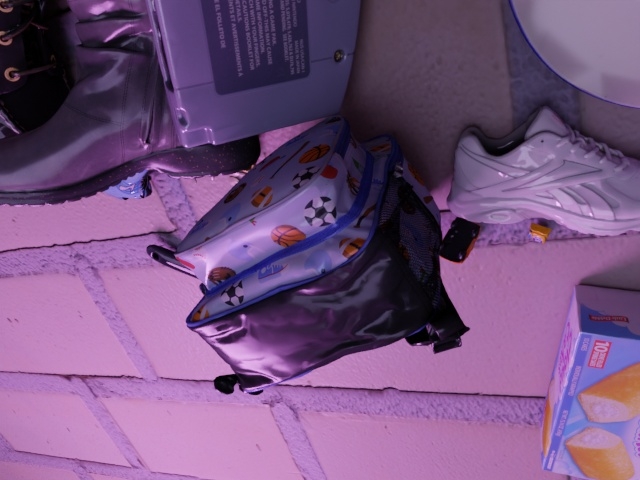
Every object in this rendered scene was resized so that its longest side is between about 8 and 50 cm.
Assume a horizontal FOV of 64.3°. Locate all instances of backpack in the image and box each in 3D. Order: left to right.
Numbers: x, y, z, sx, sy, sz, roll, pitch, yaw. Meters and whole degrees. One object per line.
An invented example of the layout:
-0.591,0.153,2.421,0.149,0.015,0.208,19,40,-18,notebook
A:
0.000,0.000,0.537,0.276,0.263,0.213,-20,109,27,backpack

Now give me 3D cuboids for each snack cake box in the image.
0.374,0.190,0.631,0.152,0.089,0.265,6,126,18,snack cake box

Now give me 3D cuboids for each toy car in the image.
0.201,0.010,0.597,0.121,0.060,0.040,8,158,25,toy car

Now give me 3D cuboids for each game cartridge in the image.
-0.057,-0.242,0.445,0.062,0.198,0.298,41,144,45,game cartridge

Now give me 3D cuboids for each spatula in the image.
-0.139,0.081,0.794,0.296,0.030,0.084,29,131,0,spatula

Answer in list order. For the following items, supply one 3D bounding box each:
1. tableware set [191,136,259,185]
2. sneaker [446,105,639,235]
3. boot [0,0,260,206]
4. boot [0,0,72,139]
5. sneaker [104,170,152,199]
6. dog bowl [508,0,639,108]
-0.150,-0.120,0.663,0.154,0.024,0.104,14,127,12,tableware set
0.241,-0.074,0.502,0.232,0.090,0.115,2,121,19,sneaker
-0.235,-0.169,0.528,0.337,0.118,0.223,-13,127,-11,boot
-0.326,-0.263,0.567,0.284,0.138,0.378,-18,110,31,boot
-0.254,-0.096,0.700,0.162,0.064,0.073,-12,138,46,sneaker
0.268,-0.236,0.365,0.264,0.104,0.265,11,127,15,dog bowl
